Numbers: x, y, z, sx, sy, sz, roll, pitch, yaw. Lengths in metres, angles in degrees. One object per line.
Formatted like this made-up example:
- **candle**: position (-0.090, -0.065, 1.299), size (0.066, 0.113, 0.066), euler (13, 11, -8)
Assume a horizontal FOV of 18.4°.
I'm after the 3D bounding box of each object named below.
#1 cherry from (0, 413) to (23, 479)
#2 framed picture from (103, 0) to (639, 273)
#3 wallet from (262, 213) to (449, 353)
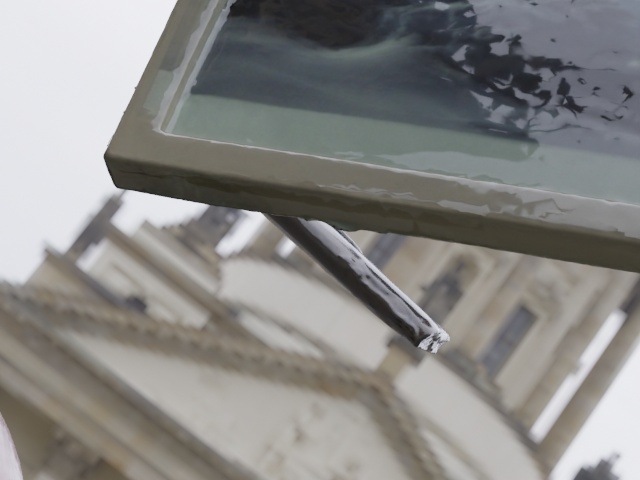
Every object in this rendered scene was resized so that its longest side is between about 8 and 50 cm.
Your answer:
- **cherry**: position (-0.277, 0.162, 1.148), size (0.239, 0.239, 0.206), euler (45, 12, -21)
- **framed picture**: position (0.158, -0.114, 0.928), size (0.446, 0.326, 0.028), euler (9, -39, 14)
- **wallet**: position (0.000, 0.000, 1.923), size (0.309, 0.042, 0.165), euler (41, 2, 12)
